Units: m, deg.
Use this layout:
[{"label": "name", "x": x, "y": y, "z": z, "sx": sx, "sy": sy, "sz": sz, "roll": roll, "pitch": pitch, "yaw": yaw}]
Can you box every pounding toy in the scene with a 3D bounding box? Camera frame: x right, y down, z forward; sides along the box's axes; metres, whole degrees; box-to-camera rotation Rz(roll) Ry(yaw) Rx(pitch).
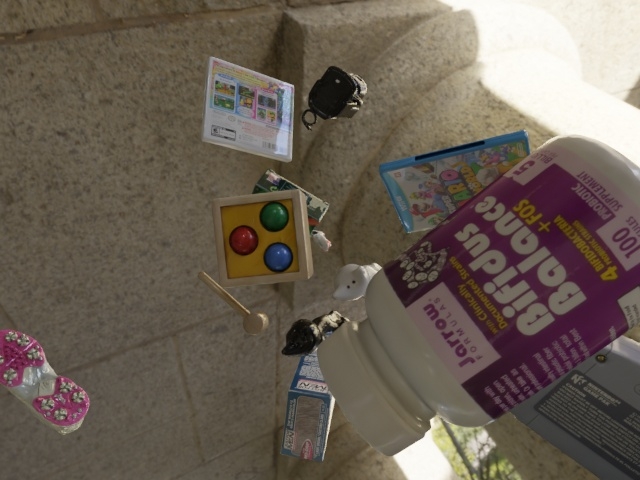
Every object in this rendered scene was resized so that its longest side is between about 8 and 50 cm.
[{"label": "pounding toy", "x": -0.105, "y": 0.040, "z": 0.714, "sx": 0.181, "sy": 0.206, "sz": 0.094, "roll": -6, "pitch": 180, "yaw": 4}]

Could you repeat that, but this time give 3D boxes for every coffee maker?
[{"label": "coffee maker", "x": 0.036, "y": -0.389, "z": 1.340, "sx": 0.171, "sy": 0.120, "sz": 0.178, "roll": -26, "pitch": -176, "yaw": 20}]

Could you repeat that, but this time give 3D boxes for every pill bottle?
[{"label": "pill bottle", "x": 0.149, "y": 0.059, "z": 0.446, "sx": 0.301, "sy": 0.169, "sz": 0.169, "roll": -39, "pitch": 143, "yaw": 9}]

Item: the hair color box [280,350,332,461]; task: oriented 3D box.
[{"label": "hair color box", "x": -0.011, "y": 0.377, "z": 1.255, "sx": 0.105, "sy": 0.347, "sz": 0.174, "roll": 8, "pitch": 105, "yaw": 6}]

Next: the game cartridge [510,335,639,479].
[{"label": "game cartridge", "x": 0.412, "y": 0.240, "z": 0.653, "sx": 0.062, "sy": 0.297, "sz": 0.198, "roll": -36, "pitch": 157, "yaw": -54}]

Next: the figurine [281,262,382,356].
[{"label": "figurine", "x": 0.042, "y": 0.122, "z": 0.872, "sx": 0.215, "sy": 0.092, "sz": 0.209, "roll": -51, "pitch": 157, "yaw": 13}]

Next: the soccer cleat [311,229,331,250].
[{"label": "soccer cleat", "x": 0.000, "y": 0.000, "z": 1.173, "sx": 0.035, "sy": 0.083, "sz": 0.029, "roll": 21, "pitch": 111, "yaw": -25}]

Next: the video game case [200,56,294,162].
[{"label": "video game case", "x": -0.116, "y": -0.214, "z": 0.808, "sx": 0.157, "sy": 0.143, "sz": 0.019, "roll": 9, "pitch": 164, "yaw": -31}]

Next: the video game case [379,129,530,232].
[{"label": "video game case", "x": 0.168, "y": -0.064, "z": 0.590, "sx": 0.166, "sy": 0.015, "sz": 0.119, "roll": -10, "pitch": 138, "yaw": 23}]

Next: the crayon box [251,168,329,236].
[{"label": "crayon box", "x": -0.127, "y": -0.037, "z": 1.430, "sx": 0.081, "sy": 0.202, "sz": 0.318, "roll": -61, "pitch": -179, "yaw": -40}]

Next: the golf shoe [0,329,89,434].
[{"label": "golf shoe", "x": -0.676, "y": 0.342, "z": 1.148, "sx": 0.115, "sy": 0.306, "sz": 0.140, "roll": -37, "pitch": 162, "yaw": -44}]
